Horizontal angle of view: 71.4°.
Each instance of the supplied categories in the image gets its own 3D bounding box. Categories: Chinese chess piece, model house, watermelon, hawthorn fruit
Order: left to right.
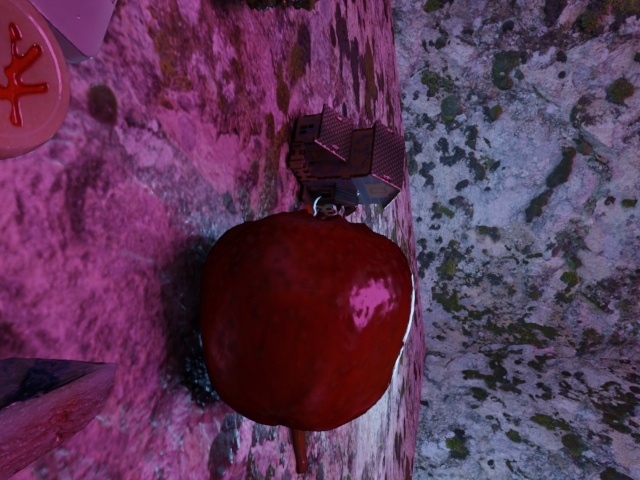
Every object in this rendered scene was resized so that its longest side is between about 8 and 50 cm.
[{"bbox_3d":[-0.220,0.124,0.266,0.180,0.081,0.094,-10,114,-55],"label":"watermelon"},{"bbox_3d":[-0.226,-0.114,0.290,0.122,0.051,0.122,-3,90,-72],"label":"Chinese chess piece"},{"bbox_3d":[-0.016,0.124,0.559,0.287,0.287,0.330,7,86,-71],"label":"hawthorn fruit"},{"bbox_3d":[0.073,-0.142,0.928,0.271,0.207,0.178,58,34,-56],"label":"model house"}]

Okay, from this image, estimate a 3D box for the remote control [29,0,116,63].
[{"bbox_3d":[-0.239,-0.241,0.294,0.250,0.034,0.103,49,43,-61],"label":"remote control"}]

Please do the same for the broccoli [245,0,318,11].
[{"bbox_3d":[-0.054,-0.460,0.587,0.288,0.235,0.260,-58,165,14],"label":"broccoli"}]

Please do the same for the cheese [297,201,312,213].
[{"bbox_3d":[0.000,0.000,0.946,0.256,0.037,0.106,39,71,-59],"label":"cheese"}]
